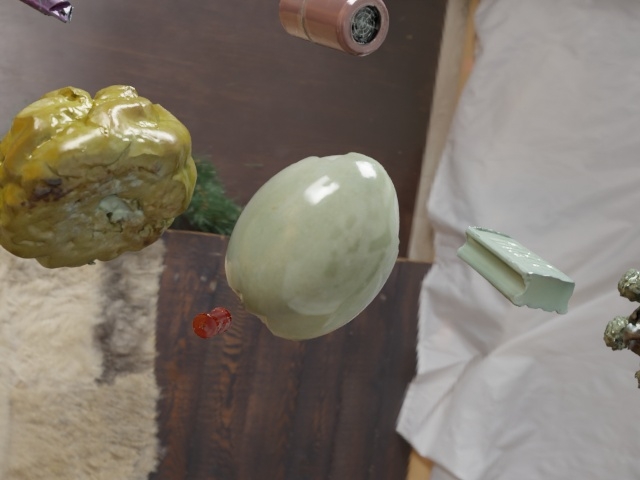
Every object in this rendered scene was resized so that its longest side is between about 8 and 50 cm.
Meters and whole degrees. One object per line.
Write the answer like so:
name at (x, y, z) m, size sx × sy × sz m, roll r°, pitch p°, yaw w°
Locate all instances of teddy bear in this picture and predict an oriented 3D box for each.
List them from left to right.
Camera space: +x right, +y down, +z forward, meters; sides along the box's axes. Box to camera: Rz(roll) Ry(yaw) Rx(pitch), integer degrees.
teddy bear at (0.440, 0.138, 1.104) m, size 0.111 × 0.213 × 0.133 m, roll 2°, pitch 122°, yaw -7°

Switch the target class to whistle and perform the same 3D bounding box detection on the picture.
whistle at (-0.390, -0.325, 1.105) m, size 0.176 × 0.033 × 0.033 m, roll 27°, pitch 81°, yaw -35°

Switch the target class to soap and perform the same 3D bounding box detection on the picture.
soap at (0.324, 0.047, 1.473) m, size 0.114 × 0.198 × 0.063 m, roll 12°, pitch 108°, yaw -27°

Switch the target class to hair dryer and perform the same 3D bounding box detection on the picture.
hair dryer at (0.026, -0.541, 1.681) m, size 0.125 × 0.210 × 0.353 m, roll -18°, pitch 122°, yaw -32°

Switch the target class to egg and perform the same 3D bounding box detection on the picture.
egg at (0.000, 0.000, 1.551) m, size 0.336 × 0.278 × 0.278 m, roll -46°, pitch 123°, yaw 7°

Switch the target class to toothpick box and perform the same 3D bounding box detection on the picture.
toothpick box at (-0.192, 0.147, 1.573) m, size 0.083 × 0.047 × 0.047 m, roll -13°, pitch 108°, yaw -75°

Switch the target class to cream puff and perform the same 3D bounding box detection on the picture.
cream puff at (-0.364, -0.125, 1.353) m, size 0.324 × 0.257 × 0.291 m, roll -17°, pitch 146°, yaw -18°
